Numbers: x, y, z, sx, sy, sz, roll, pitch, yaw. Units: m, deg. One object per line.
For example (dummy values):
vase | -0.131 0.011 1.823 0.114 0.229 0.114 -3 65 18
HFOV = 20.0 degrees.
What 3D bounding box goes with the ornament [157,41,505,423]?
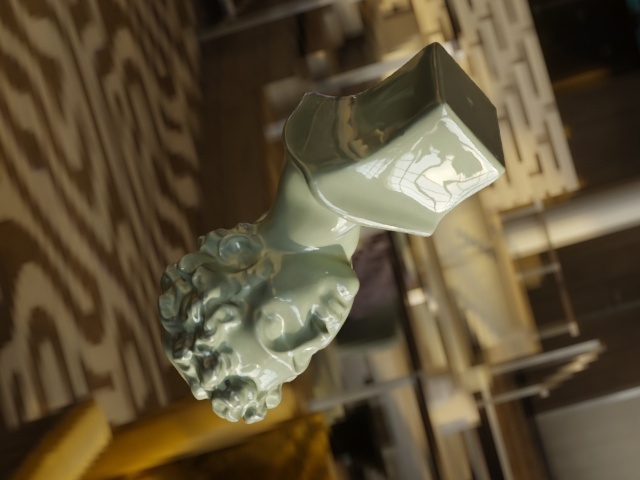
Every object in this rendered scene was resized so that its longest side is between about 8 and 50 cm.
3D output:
ornament | -0.002 -0.012 1.200 0.120 0.285 0.130 33 16 -21
